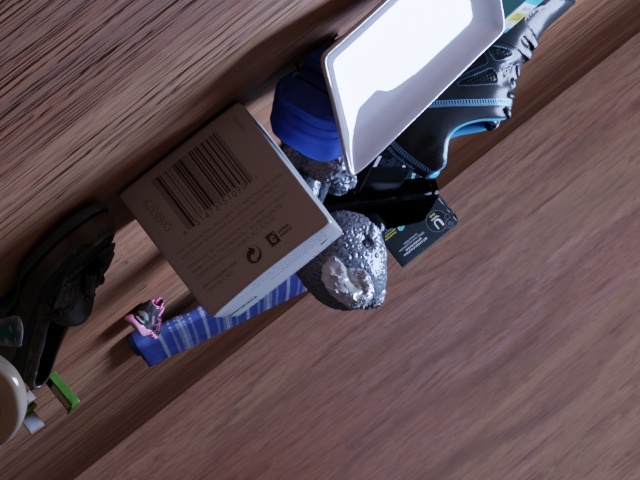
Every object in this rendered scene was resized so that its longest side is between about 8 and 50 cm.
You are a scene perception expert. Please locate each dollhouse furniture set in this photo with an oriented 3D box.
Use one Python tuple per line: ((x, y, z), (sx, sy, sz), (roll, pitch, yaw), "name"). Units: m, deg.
((-0.409, 0.246, 2.123), (0.152, 0.058, 0.076), (-36, 173, -29), "dollhouse furniture set")

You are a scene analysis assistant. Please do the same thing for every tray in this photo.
((0.087, -0.195, 1.503), (0.270, 0.030, 0.145), (-45, 139, -31), "tray")

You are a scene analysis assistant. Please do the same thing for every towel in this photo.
((-0.146, 0.102, 2.464), (0.336, 0.040, 0.243), (-26, 171, -6), "towel")

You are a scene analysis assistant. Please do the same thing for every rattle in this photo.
((-0.323, 0.101, 1.491), (0.143, 0.130, 0.199), (-50, 159, -56), "rattle")

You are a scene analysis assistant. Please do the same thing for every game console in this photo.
((0.087, -0.092, 2.301), (0.213, 0.044, 0.361), (-8, 158, -16), "game console")

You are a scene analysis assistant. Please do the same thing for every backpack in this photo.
((0.008, -0.142, 1.535), (0.120, 0.098, 0.101), (-35, 144, -38), "backpack")

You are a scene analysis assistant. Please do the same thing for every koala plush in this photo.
((0.000, 0.000, 1.942), (0.203, 0.221, 0.196), (-39, 175, 0), "koala plush")

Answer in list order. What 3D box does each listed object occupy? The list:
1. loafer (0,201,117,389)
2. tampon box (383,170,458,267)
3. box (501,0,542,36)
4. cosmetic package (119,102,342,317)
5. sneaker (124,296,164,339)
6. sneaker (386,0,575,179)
((-0.249, 0.057, 1.505), (0.096, 0.084, 0.267), (-34, 173, -41), "loafer")
((0.129, -0.059, 2.537), (0.120, 0.161, 0.101), (-39, -175, 7), "tampon box")
((0.211, -0.284, 1.852), (0.244, 0.060, 0.100), (-41, 174, 17), "box")
((-0.084, -0.025, 1.557), (0.151, 0.151, 0.184), (-38, 175, 2), "cosmetic package")
((-0.239, 0.107, 2.209), (0.057, 0.047, 0.119), (-50, 176, -1), "sneaker")
((0.213, -0.217, 2.002), (0.341, 0.139, 0.125), (-39, 173, -8), "sneaker")
